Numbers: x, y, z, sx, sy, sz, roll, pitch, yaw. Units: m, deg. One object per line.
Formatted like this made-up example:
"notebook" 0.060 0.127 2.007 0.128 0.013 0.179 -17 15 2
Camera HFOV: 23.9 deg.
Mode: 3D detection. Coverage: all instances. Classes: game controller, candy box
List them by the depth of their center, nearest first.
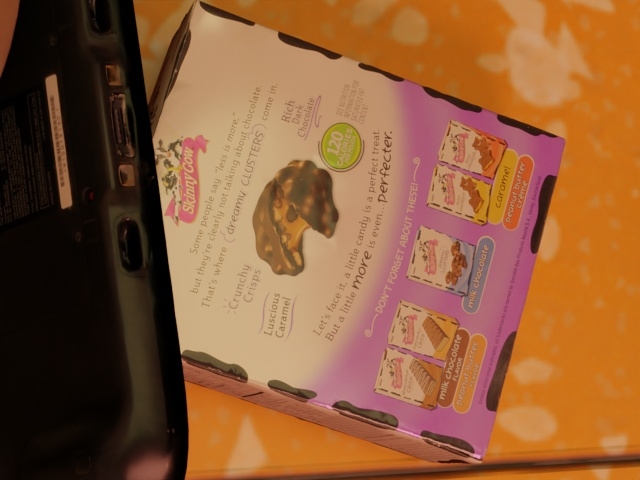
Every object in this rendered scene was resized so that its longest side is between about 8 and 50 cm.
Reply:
"game controller" -0.128 -0.029 0.652 0.067 0.166 0.319 -1 80 -50
"candy box" 0.000 0.000 0.728 0.196 0.070 0.165 20 77 -12

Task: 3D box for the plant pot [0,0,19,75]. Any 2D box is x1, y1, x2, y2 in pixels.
"plant pot" -0.277 -0.113 0.550 0.280 0.323 0.323 5 77 -50
